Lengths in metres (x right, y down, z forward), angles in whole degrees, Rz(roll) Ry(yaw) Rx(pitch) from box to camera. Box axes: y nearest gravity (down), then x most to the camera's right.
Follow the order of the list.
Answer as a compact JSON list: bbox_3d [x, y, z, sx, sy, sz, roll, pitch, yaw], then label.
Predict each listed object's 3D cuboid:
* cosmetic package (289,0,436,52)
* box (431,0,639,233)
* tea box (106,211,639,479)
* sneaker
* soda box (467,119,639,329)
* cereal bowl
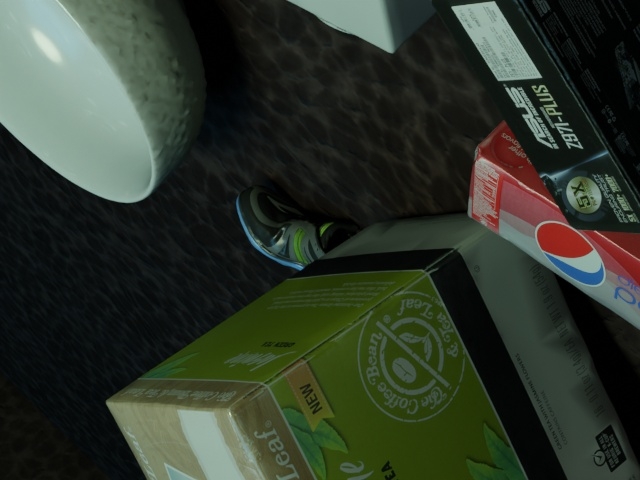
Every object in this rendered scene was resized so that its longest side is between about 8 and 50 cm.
[{"bbox_3d":[0.015,-0.247,1.124,0.117,0.085,0.231,32,156,30],"label":"cosmetic package"},{"bbox_3d":[0.173,-0.117,0.984,0.180,0.147,0.077,54,156,-22],"label":"box"},{"bbox_3d":[0.061,0.191,1.389,0.220,0.323,0.329,-5,115,58],"label":"tea box"},{"bbox_3d":[0.000,0.000,1.614,0.188,0.067,0.078,38,135,22],"label":"sneaker"},{"bbox_3d":[0.230,0.001,1.156,0.263,0.092,0.083,35,156,22],"label":"soda box"},{"bbox_3d":[-0.226,-0.205,1.536,0.339,0.141,0.339,37,156,19],"label":"cereal bowl"}]
